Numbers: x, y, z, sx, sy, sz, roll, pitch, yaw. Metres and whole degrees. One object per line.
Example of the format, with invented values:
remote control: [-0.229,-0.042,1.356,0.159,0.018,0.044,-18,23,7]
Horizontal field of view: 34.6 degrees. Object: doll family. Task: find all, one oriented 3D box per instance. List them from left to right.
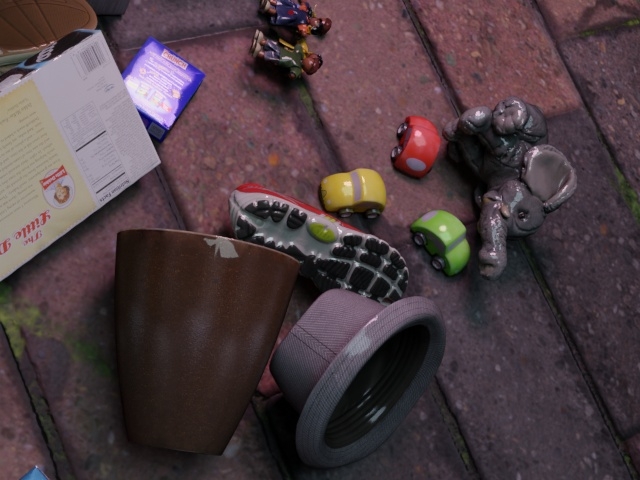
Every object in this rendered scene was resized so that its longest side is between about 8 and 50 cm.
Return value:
doll family: [-0.036,-0.292,1.458,0.111,0.076,0.193,17,60,-13]

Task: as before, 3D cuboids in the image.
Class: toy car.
toy car: [0.142,-0.053,1.454,0.239,0.053,0.225,-37,88,-32]

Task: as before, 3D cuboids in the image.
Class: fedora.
fedora: [0.031,0.148,1.240,0.124,0.275,0.244,36,95,25]

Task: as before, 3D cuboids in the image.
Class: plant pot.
plant pot: [-0.145,0.123,1.174,0.215,0.215,0.231,12,79,-21]

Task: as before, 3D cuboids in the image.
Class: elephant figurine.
elephant figurine: [0.278,-0.075,1.483,0.186,0.169,0.240,-20,82,4]

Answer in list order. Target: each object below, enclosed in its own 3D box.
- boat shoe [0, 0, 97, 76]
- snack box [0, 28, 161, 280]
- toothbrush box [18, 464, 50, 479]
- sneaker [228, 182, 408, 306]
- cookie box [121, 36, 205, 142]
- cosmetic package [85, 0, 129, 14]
boat shoe: [-0.411,-0.218,1.235,0.302,0.098,0.109,-30,71,-30]
snack box: [-0.346,-0.086,1.177,0.322,0.060,0.187,-42,126,-33]
toothbrush box: [-0.353,0.367,0.947,0.126,0.216,0.295,49,57,0]
sneaker: [0.000,0.000,1.340,0.279,0.118,0.107,32,102,-28]
cookie box: [-0.216,-0.199,1.351,0.091,0.040,0.107,34,59,-9]
cosmetic package: [-0.355,-0.358,1.300,0.237,0.127,0.107,-3,69,-28]
